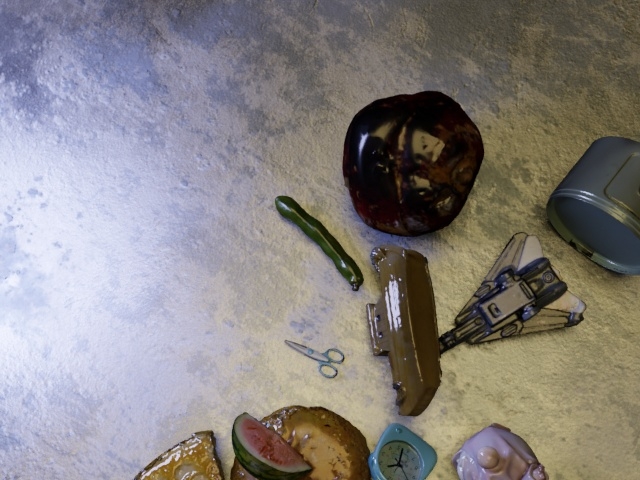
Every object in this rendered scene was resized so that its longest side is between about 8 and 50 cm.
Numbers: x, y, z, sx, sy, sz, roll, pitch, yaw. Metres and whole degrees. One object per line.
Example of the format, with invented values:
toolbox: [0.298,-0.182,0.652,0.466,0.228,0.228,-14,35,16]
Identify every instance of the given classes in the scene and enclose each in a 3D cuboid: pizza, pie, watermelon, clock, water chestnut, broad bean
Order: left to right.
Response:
pizza: [-0.257,0.502,1.407,0.223,0.089,0.323,40,80,19]
watermelon: [-0.107,0.383,1.398,0.163,0.087,0.068,36,115,22]
pie: [-0.038,0.423,1.433,0.274,0.069,0.273,-1,67,2]
broad bean: [0.000,-0.001,1.571,0.053,0.052,0.256,-33,73,-32]
clock: [0.133,0.406,1.416,0.108,0.045,0.147,36,54,10]
water chestnut: [0.168,-0.149,1.520,0.289,0.244,0.288,2,102,7]

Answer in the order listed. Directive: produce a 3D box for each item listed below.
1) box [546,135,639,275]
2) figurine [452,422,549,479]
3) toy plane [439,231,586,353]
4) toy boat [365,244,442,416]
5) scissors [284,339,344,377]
box: [0.554,-0.061,1.475,0.226,0.226,0.149,38,78,13]
figurine: [0.328,0.418,1.341,0.133,0.200,0.276,-28,32,-6]
toy plane: [0.313,0.137,1.487,0.316,0.103,0.204,-30,75,-7]
toy boat: [0.147,0.164,1.477,0.121,0.089,0.320,-21,67,41]
scissors: [-0.015,0.216,1.523,0.119,0.014,0.058,26,71,7]
